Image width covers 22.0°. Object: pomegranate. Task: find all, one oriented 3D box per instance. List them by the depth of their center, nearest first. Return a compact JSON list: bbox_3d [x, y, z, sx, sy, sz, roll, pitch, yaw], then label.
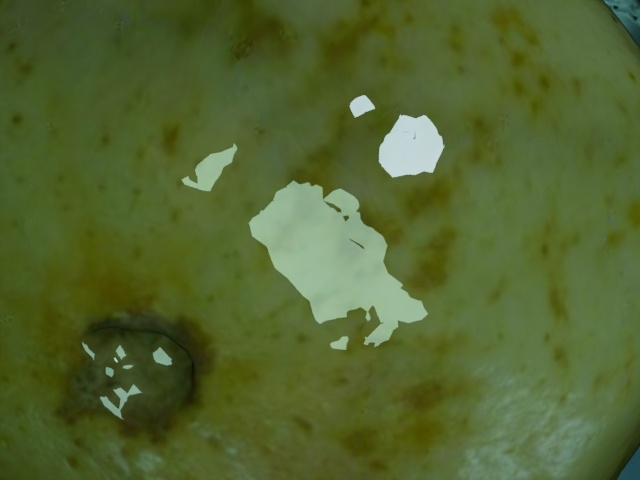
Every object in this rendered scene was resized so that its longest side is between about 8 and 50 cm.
[{"bbox_3d":[0.000,0.000,0.662,0.342,0.342,0.343,0,100,-1],"label":"pomegranate"}]
